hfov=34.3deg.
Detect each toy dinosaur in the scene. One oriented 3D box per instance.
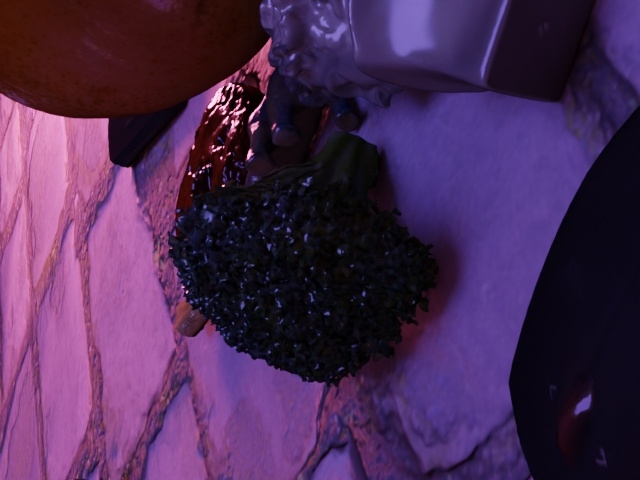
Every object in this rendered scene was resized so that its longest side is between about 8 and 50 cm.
[{"bbox_3d":[-0.028,-0.123,0.928,0.188,0.075,0.247,-93,22,-44],"label":"toy dinosaur"}]

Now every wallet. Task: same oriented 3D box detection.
[{"bbox_3d":[-0.226,-0.196,1.345,0.250,0.044,0.149,-30,59,57],"label":"wallet"}]

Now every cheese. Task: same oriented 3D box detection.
[{"bbox_3d":[-0.119,0.060,1.055,0.083,0.030,0.044,-53,40,25],"label":"cheese"}]

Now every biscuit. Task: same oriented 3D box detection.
[{"bbox_3d":[-0.102,-0.067,1.040,0.192,0.049,0.192,-41,40,46],"label":"biscuit"}]

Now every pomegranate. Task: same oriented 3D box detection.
[{"bbox_3d":[-0.174,-0.305,0.934,0.417,0.417,0.416,-31,55,57],"label":"pomegranate"}]

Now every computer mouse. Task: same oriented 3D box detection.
[{"bbox_3d":[0.164,0.021,0.428,0.269,0.100,0.170,-67,27,26],"label":"computer mouse"}]

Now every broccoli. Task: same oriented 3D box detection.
[{"bbox_3d":[0.000,0.000,0.751,0.219,0.194,0.194,93,166,-47],"label":"broccoli"}]

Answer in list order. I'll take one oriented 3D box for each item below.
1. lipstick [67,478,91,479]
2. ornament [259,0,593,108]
[{"bbox_3d":[-0.287,0.407,1.265,0.053,0.054,0.234,-56,39,40],"label":"lipstick"},{"bbox_3d":[0.053,-0.156,0.686,0.285,0.121,0.130,11,90,62],"label":"ornament"}]
